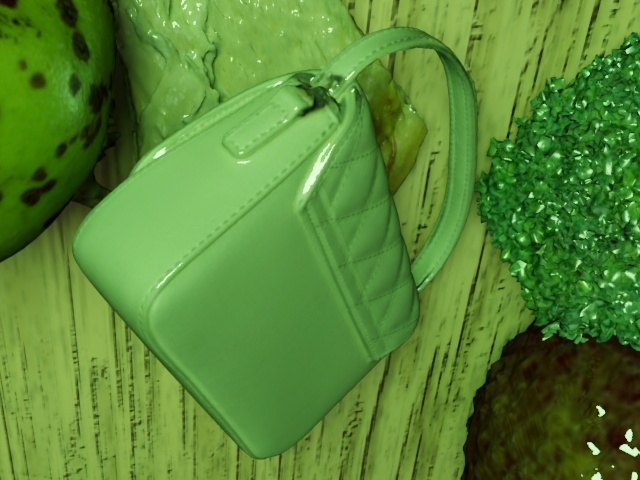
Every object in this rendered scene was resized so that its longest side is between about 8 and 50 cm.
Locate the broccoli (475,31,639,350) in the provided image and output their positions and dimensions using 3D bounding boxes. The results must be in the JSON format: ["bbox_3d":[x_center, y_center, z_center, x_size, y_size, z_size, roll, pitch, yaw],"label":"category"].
[{"bbox_3d":[0.206,-0.028,0.626,0.194,0.194,0.220,26,95,-31],"label":"broccoli"}]

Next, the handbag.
[{"bbox_3d":[0.000,0.000,0.561,0.219,0.079,0.256,-40,150,-11],"label":"handbag"}]

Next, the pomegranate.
[{"bbox_3d":[-0.177,-0.079,0.454,0.198,0.246,0.198,3,102,14],"label":"pomegranate"}]

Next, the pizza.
[{"bbox_3d":[-0.032,-0.078,0.568,0.181,0.034,0.262,-13,130,-4],"label":"pizza"}]

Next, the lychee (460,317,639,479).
[{"bbox_3d":[0.220,0.160,0.701,0.260,0.261,0.261,-8,130,-9],"label":"lychee"}]
